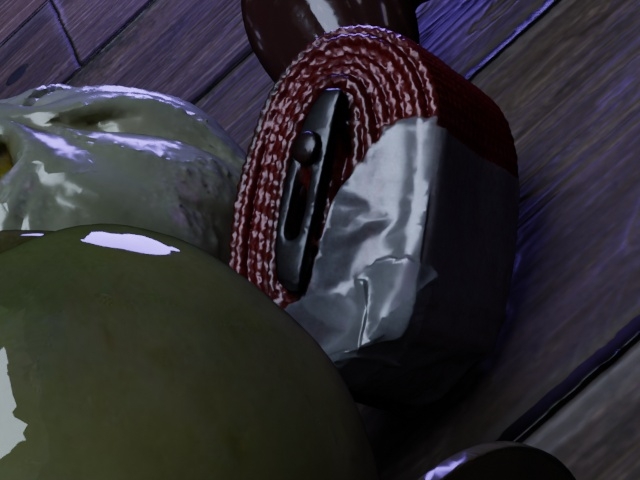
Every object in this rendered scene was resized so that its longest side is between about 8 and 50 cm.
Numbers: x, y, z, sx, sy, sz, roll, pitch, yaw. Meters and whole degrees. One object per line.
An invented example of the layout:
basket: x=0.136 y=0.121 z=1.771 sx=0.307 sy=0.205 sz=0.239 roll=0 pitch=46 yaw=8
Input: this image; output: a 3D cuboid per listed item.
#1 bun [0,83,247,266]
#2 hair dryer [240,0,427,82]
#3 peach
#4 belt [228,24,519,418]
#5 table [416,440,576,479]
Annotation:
bun: x=-0.216 y=0.034 z=0.756 sx=0.365 sy=0.219 sz=0.365 roll=-30 pitch=33 yaw=21
hair dryer: x=0.118 y=-0.190 z=0.783 sx=0.340 sy=0.123 sz=0.312 roll=-31 pitch=45 yaw=1
peach: x=-0.107 y=0.133 z=0.478 sx=0.292 sy=0.247 sz=0.292 roll=6 pitch=100 yaw=37
belt: x=0.024 y=-0.012 z=0.588 sx=0.128 sy=0.124 sz=0.200 roll=0 pitch=76 yaw=36
table: x=0.126 y=0.171 z=0.316 sx=0.227 sy=0.167 sz=0.167 roll=13 pitch=63 yaw=44
